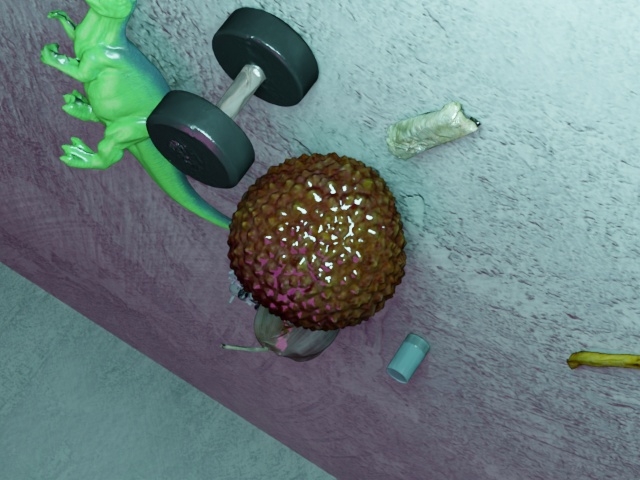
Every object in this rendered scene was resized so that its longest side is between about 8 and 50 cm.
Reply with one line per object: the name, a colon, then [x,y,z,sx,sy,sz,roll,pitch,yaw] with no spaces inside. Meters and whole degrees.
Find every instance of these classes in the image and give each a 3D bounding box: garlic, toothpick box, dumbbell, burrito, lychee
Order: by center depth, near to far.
burrito: [0.142,-0.145,1.514,0.051,0.042,0.171,53,154,-14]
dumbbell: [-0.119,-0.193,1.565,0.152,0.218,0.152,30,158,13]
lychee: [0.000,0.000,1.735,0.275,0.276,0.304,39,143,-8]
toothpick box: [0.168,0.226,2.195,0.052,0.083,0.052,31,158,14]
garlic: [-0.091,0.140,2.270,0.207,0.256,0.207,172,90,-74]

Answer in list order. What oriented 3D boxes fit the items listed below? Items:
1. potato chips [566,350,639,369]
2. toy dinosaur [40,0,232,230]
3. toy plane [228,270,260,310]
potato chips: [0.447,0.188,1.770,0.037,0.026,0.204,40,158,-19]
toy dinosaur: [-0.238,-0.225,1.850,0.499,0.144,0.374,27,136,-21]
toy plane: [-0.153,0.112,2.483,0.162,0.066,0.171,36,157,-31]
